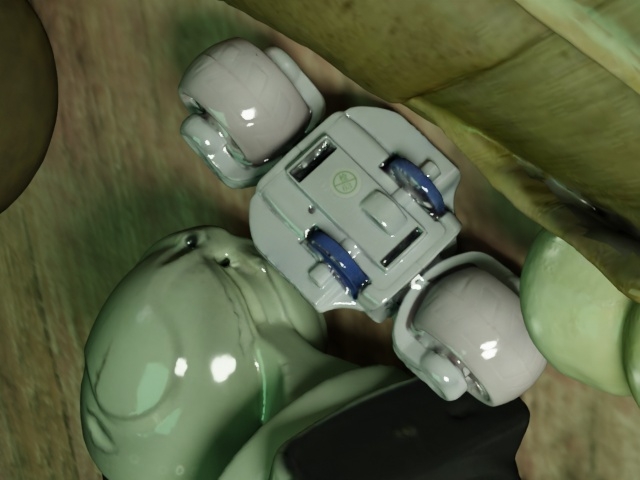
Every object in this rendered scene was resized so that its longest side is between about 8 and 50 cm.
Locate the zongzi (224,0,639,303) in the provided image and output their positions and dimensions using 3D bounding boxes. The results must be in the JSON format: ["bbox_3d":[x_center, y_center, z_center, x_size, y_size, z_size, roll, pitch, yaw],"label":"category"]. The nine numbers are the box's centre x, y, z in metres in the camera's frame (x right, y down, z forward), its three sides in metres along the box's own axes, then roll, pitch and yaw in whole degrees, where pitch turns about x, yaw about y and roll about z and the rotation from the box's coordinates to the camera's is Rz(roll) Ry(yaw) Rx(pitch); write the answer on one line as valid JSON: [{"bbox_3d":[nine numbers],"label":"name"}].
[{"bbox_3d":[0.085,-0.057,0.587,0.500,0.218,0.467,57,144,1],"label":"zongzi"}]

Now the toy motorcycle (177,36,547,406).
[{"bbox_3d":[0.021,-0.008,0.855,0.254,0.112,0.112,45,145,14],"label":"toy motorcycle"}]

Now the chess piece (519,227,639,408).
[{"bbox_3d":[0.189,0.046,0.659,0.243,0.133,0.133,26,137,46],"label":"chess piece"}]

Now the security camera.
[{"bbox_3d":[-0.036,0.116,0.945,0.277,0.197,0.191,42,136,31],"label":"security camera"}]

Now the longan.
[{"bbox_3d":[-0.263,-0.100,1.043,0.198,0.198,0.212,28,122,36],"label":"longan"}]
